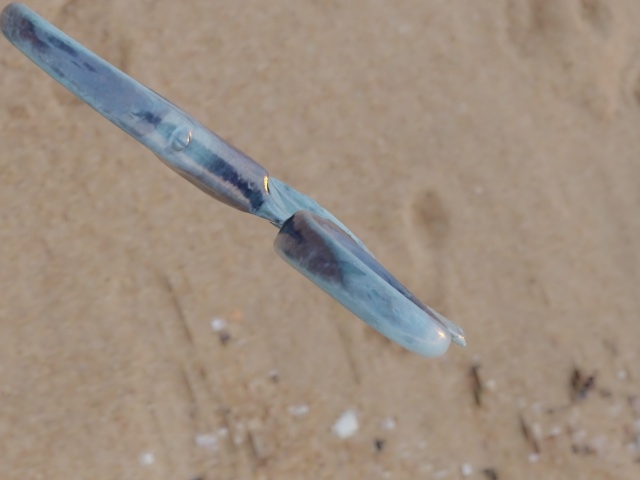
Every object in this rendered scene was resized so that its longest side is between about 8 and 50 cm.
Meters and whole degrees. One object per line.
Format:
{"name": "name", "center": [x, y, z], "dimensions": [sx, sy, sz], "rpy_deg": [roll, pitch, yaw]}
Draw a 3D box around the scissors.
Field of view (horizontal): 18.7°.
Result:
{"name": "scissors", "center": [0.000, 0.000, 0.990], "dimensions": [0.256, 0.029, 0.383], "rpy_deg": [37, 1, 21]}
